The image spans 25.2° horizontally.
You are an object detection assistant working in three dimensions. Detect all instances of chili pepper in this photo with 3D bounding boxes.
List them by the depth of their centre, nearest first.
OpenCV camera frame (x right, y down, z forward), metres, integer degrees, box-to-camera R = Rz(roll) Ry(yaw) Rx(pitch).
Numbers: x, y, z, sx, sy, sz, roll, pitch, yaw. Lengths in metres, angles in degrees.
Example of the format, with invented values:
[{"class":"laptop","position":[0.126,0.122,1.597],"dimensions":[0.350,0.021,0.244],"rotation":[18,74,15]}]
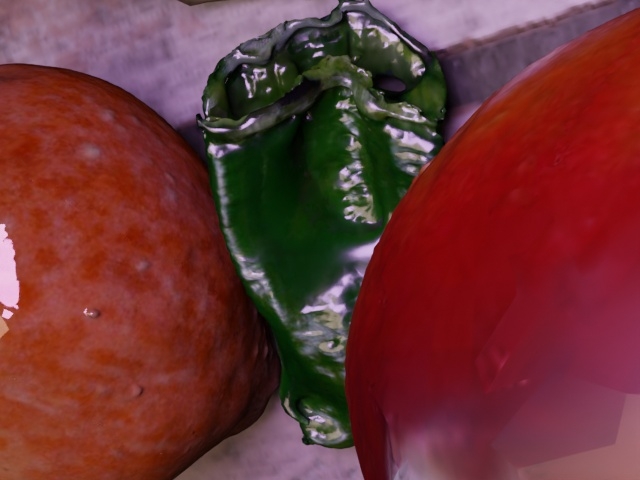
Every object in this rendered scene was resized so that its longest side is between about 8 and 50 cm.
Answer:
[{"class":"chili pepper","position":[0.000,0.001,0.646],"dimensions":[0.108,0.062,0.216],"rotation":[-3,113,-5]}]

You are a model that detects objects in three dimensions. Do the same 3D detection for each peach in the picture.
[{"class":"peach","position":[0.177,0.027,0.465],"dimensions":[0.338,0.281,0.281],"rotation":[-31,86,10]},{"class":"peach","position":[-0.126,0.034,0.689],"dimensions":[0.232,0.232,0.232],"rotation":[12,112,32]}]

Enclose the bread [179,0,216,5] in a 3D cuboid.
[{"class":"bread","position":[-0.115,-0.151,0.495],"dimensions":[0.248,0.315,0.279],"rotation":[2,128,53]}]
